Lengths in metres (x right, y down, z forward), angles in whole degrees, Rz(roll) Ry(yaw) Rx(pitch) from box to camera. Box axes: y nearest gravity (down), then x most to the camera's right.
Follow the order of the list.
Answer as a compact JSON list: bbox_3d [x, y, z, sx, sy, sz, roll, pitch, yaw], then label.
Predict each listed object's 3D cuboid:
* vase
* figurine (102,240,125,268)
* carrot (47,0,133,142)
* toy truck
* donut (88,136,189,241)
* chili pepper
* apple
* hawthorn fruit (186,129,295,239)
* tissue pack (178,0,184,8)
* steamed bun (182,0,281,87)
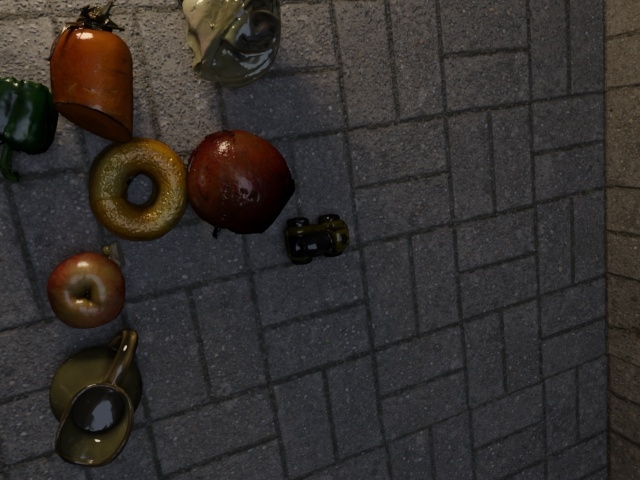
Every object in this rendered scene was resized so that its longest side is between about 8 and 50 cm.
[{"bbox_3d":[-0.585,0.392,1.412,0.241,0.302,0.329,27,87,-24],"label":"vase"},{"bbox_3d":[-0.594,0.044,1.489,0.051,0.047,0.083,-10,104,-5],"label":"figurine"},{"bbox_3d":[-0.582,-0.432,1.319,0.214,0.193,0.331,4,89,-42],"label":"carrot"},{"bbox_3d":[0.000,0.000,1.668,0.224,0.165,0.147,-10,103,-22],"label":"toy truck"},{"bbox_3d":[-0.501,-0.139,1.458,0.303,0.110,0.302,-4,100,-22],"label":"donut"},{"bbox_3d":[-0.756,-0.272,1.298,0.174,0.165,0.260,10,98,-36],"label":"chili pepper"},{"bbox_3d":[-0.631,0.138,1.418,0.210,0.164,0.209,-2,97,-14],"label":"apple"},{"bbox_3d":[-0.224,-0.162,1.480,0.316,0.316,0.315,-4,101,-23],"label":"hawthorn fruit"},{"bbox_3d":[-0.334,-0.677,1.464,0.112,0.051,0.156,-37,112,-15],"label":"tissue pack"},{"bbox_3d":[-0.213,-0.560,1.416,0.268,0.207,0.280,-19,125,-26],"label":"steamed bun"}]
